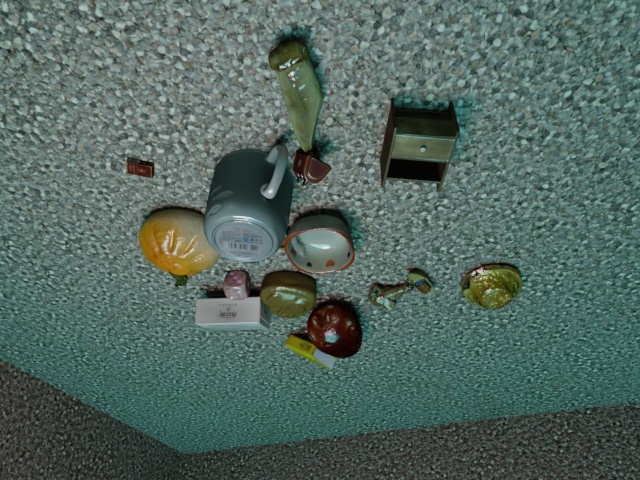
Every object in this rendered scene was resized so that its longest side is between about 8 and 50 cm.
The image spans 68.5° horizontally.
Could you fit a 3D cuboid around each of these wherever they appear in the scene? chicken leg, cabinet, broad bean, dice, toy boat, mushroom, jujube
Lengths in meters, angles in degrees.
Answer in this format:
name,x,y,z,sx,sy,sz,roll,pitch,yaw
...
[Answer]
name,x,y,z,sx,sy,sz,roll,pitch,yaw
chicken leg,0.290,0.223,1.927,0.196,0.080,0.125,-7,125,11
cabinet,0.270,-0.263,1.324,0.175,0.148,0.215,4,137,-1
broad bean,-0.579,0.133,1.900,0.061,0.046,0.195,1,140,-1
dice,-0.336,0.181,1.903,0.091,0.093,0.094,-2,137,6
toy boat,0.398,0.166,1.862,0.065,0.066,0.172,-27,130,33
mushroom,-0.046,-0.377,1.264,0.107,0.087,0.333,-3,142,15
jujube,0.069,0.401,2.055,0.223,0.223,0.318,-13,144,17

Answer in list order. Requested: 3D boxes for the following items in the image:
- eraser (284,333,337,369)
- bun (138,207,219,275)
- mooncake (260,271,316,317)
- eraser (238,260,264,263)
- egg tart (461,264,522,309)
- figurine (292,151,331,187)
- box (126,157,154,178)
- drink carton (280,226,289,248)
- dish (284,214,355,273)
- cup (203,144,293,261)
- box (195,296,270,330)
name,x,y,z,sx,sy,sz,roll,pitch,yaw
eraser,-0.047,0.519,2.206,0.226,0.069,0.158,8,151,49
bun,-0.507,0.033,1.694,0.299,0.164,0.299,3,139,3
mooncake,-0.123,0.227,1.929,0.235,0.117,0.234,4,137,4
eraser,-0.271,0.080,1.840,0.099,0.019,0.027,4,139,0
egg tart,0.677,0.193,1.850,0.241,0.106,0.241,2,134,2
figurine,-0.043,-0.207,1.417,0.082,0.154,0.098,22,94,-26
box,-0.576,-0.232,1.504,0.082,0.023,0.051,11,139,-9
drink carton,-0.193,-0.007,1.710,0.166,0.056,0.071,-2,135,6
dish,0.000,0.000,1.659,0.256,0.117,0.256,2,138,2
cup,-0.193,-0.122,1.416,0.259,0.274,0.356,23,136,-22
box,-0.367,0.318,2.001,0.274,0.116,0.203,-3,160,6
